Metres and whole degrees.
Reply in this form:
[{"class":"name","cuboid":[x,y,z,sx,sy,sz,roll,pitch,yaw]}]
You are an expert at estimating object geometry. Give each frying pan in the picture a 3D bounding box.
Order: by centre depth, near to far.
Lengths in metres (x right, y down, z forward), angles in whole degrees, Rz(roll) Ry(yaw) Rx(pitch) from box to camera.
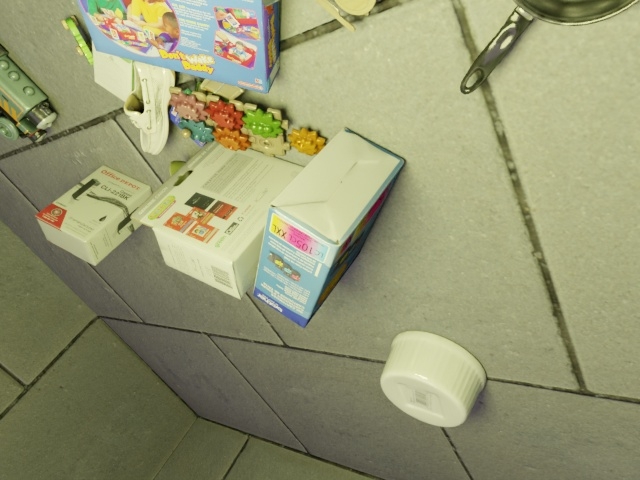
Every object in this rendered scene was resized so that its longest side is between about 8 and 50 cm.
[{"class":"frying pan","cuboid":[0.307,-0.311,0.638,0.197,0.053,0.326,22,145,18]}]

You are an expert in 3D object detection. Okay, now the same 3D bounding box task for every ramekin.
[{"class":"ramekin","cuboid":[0.301,0.389,1.396,0.277,0.135,0.277,22,143,18]}]

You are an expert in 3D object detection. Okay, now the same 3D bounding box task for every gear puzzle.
[{"class":"gear puzzle","cuboid":[-0.151,-0.223,1.073,0.339,0.044,0.175,14,157,5]}]

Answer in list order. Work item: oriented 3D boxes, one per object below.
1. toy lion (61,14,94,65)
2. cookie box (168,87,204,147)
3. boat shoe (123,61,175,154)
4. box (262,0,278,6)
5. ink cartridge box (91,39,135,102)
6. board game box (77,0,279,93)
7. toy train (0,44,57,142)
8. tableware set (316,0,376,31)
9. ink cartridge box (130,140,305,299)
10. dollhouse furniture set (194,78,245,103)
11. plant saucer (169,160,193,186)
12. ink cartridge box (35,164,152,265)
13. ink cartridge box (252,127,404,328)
[{"class":"toy lion","cuboid":[-0.549,-0.455,1.159,0.096,0.034,0.100,46,160,48]},{"class":"cookie box","cuboid":[-0.293,-0.284,1.179,0.107,0.040,0.092,43,146,-11]},{"class":"boat shoe","cuboid":[-0.405,-0.306,1.164,0.098,0.096,0.277,56,143,24]},{"class":"box","cuboid":[0.028,-0.478,0.512,0.344,0.178,0.312,-11,126,33]},{"class":"ink cartridge box","cuboid":[-0.446,-0.416,1.131,0.109,0.062,0.209,35,145,2]},{"class":"board game box","cuboid":[-0.247,-0.403,0.873,0.347,0.078,0.233,16,151,4]},{"class":"toy train","cuboid":[-0.912,-0.435,1.444,0.190,0.142,0.334,-21,118,40]},{"class":"tableware set","cuboid":[0.013,-0.423,0.761,0.194,0.039,0.128,40,153,-3]},{"class":"ink cartridge box","cuboid":[-0.210,-0.065,1.133,0.272,0.309,0.130,22,143,19]},{"class":"dollhouse furniture set","cuboid":[-0.214,-0.318,1.044,0.076,0.058,0.152,19,160,-31]},{"class":"plant saucer","cuboid":[-0.296,-0.104,1.285,0.037,0.241,0.241,-28,120,5]},{"class":"ink cartridge box","cuboid":[-0.665,-0.083,1.527,0.197,0.272,0.114,24,140,16]},{"class":"ink cartridge box","cuboid":[0.000,0.000,1.068,0.151,0.270,0.395,34,145,8]}]
